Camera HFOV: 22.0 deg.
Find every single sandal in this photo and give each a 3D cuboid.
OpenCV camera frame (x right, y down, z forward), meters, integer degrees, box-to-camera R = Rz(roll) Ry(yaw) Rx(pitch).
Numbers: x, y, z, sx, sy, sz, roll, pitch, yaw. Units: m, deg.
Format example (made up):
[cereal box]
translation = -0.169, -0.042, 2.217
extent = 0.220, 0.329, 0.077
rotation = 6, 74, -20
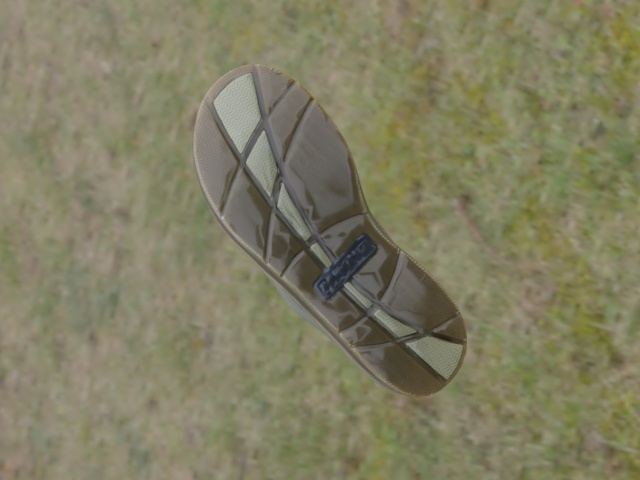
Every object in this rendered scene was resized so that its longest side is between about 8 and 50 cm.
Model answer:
[sandal]
translation = 0.000, 0.000, 0.785
extent = 0.072, 0.180, 0.049
rotation = -40, 8, -13
